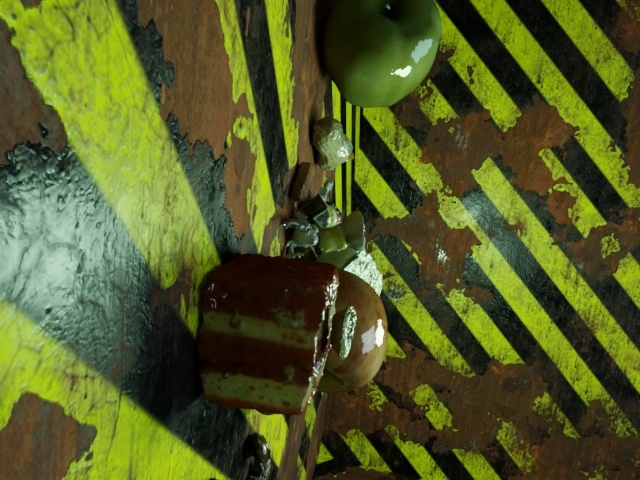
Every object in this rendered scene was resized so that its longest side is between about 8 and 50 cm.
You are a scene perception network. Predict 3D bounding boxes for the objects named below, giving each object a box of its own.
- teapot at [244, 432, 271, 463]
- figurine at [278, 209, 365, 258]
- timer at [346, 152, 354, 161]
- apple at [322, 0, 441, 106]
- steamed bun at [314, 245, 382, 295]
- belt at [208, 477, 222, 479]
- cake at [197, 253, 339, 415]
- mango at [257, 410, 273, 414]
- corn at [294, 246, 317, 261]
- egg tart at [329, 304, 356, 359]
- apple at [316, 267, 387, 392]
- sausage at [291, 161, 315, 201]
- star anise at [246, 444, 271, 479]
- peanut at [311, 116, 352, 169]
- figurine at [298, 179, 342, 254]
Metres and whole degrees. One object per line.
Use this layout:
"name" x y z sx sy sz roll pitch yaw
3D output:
"teapot" -0.211 0.689 1.469 0.098 0.078 0.129 61 -21 19
"figurine" -0.003 -0.014 1.543 0.284 0.315 0.206 -112 -167 -70
"timer" 0.081 -0.448 2.141 0.132 0.132 0.152 -53 127 -71
"apple" 0.222 -0.742 1.708 0.473 0.473 0.474 8 90 -80
"steamed bun" 0.090 0.181 1.755 0.290 0.273 0.272 -42 114 -23
"belt" -0.187 0.687 1.133 0.324 0.227 0.115 82 22 -58
"cake" -0.110 0.213 1.043 0.270 0.269 0.320 -39 135 -77
"mango" -0.155 0.467 1.462 0.295 0.120 0.177 36 55 -81
"corn" -0.060 0.064 1.798 0.231 0.080 0.080 67 33 -68
"egg tart" 0.047 0.207 1.016 0.129 0.049 0.129 9 90 -76
"apple" 0.025 0.271 1.373 0.391 0.391 0.346 88 18 -46
"sausage" -0.065 -0.198 1.578 0.065 0.065 0.169 84 18 -56
"star anise" -0.215 0.839 1.603 0.172 0.063 0.208 -76 166 -54
"peanut" 0.049 -0.393 1.817 0.291 0.159 0.143 74 0 -67
"figurine" 0.003 -0.095 1.824 0.308 0.143 0.308 -60 171 -17
